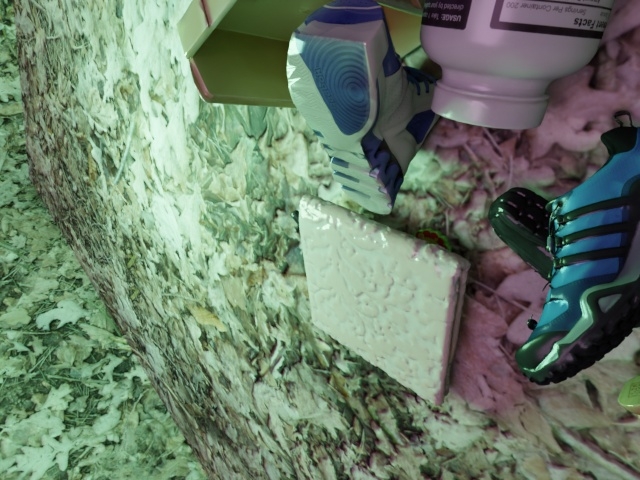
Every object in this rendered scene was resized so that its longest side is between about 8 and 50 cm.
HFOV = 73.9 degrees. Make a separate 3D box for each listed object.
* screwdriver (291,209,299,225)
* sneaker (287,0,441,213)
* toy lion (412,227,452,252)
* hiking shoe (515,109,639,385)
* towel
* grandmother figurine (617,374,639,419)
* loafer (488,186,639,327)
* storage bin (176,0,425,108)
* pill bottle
[{"bbox_3d":[0.000,0.000,0.884,0.170,0.025,0.024,45,134,9],"label":"screwdriver"},{"bbox_3d":[0.078,-0.191,0.566,0.127,0.182,0.315,26,162,27],"label":"sneaker"},{"bbox_3d":[0.182,0.033,0.702,0.100,0.034,0.096,49,128,17],"label":"toy lion"},{"bbox_3d":[0.298,0.015,0.464,0.304,0.113,0.132,-55,47,4],"label":"hiking shoe"},{"bbox_3d":[0.097,0.100,0.763,0.331,0.053,0.317,26,135,39],"label":"towel"},{"bbox_3d":[0.481,0.315,0.472,0.208,0.104,0.342,-40,77,47],"label":"grandmother figurine"},{"bbox_3d":[0.311,0.021,0.541,0.223,0.076,0.078,44,170,13],"label":"loafer"},{"bbox_3d":[-0.016,-0.295,0.580,0.262,0.260,0.123,-17,87,48],"label":"storage bin"},{"bbox_3d":[0.203,-0.286,0.419,0.181,0.181,0.323,28,126,34],"label":"pill bottle"}]
